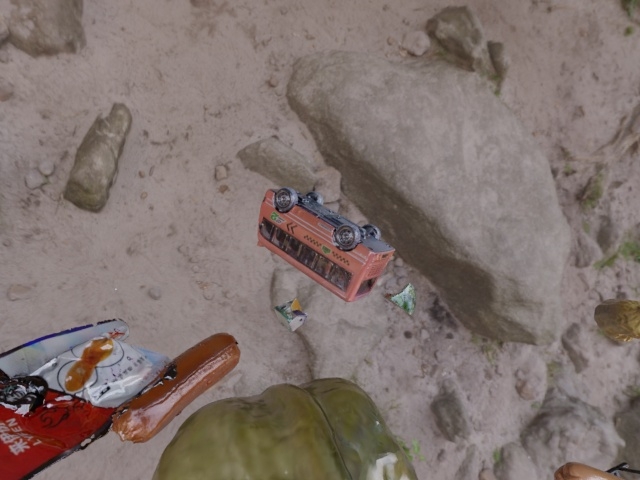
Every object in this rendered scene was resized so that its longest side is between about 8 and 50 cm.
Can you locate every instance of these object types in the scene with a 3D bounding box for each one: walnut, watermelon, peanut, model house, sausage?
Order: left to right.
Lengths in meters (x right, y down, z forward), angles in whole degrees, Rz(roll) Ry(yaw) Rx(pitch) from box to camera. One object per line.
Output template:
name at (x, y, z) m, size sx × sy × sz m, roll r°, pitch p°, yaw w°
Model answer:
sausage at (-0.290, 0.292, 0.862) m, size 0.330 × 0.102 × 0.102 m, roll -32°, pitch 100°, yaw -60°
model house at (-0.109, 0.286, 1.593) m, size 0.100 × 0.100 × 0.088 m, roll -30°, pitch 120°, yaw -25°
walnut at (-0.027, 0.293, 0.426) m, size 0.281 × 0.253 × 0.277 m, roll -15°, pitch 55°, yaw -6°
watermelon at (0.292, 0.206, 1.403) m, size 0.155 × 0.080 × 0.101 m, roll 46°, pitch 71°, yaw -21°
peanut at (0.656, 0.171, 0.876) m, size 0.083 × 0.194 × 0.093 m, roll 22°, pitch 92°, yaw 15°
sausage at (0.568, 0.491, 0.751) m, size 0.289 × 0.086 × 0.086 m, roll 22°, pitch 74°, yaw -6°

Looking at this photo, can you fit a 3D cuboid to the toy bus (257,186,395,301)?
toy bus at (0.000, 0.000, 1.291) m, size 0.203 × 0.426 × 0.233 m, roll -4°, pitch 121°, yaw -60°

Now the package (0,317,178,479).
package at (-0.328, 0.183, 0.530) m, size 0.269 × 0.194 × 0.071 m, roll -28°, pitch 136°, yaw -61°

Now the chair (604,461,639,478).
chair at (0.652, 0.604, 0.880) m, size 0.260 × 0.154 × 0.141 m, roll -12°, pitch 72°, yaw -17°
